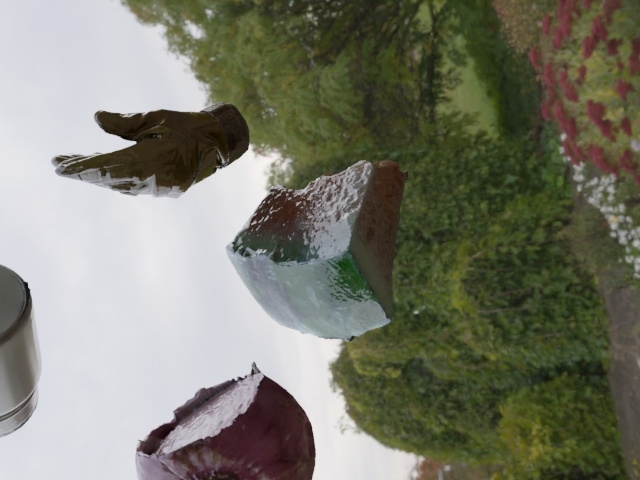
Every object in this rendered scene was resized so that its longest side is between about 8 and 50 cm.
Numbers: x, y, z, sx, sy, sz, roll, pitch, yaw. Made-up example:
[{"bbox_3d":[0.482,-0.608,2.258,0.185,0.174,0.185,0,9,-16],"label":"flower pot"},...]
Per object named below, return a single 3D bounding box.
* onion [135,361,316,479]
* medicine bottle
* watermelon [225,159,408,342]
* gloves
[{"bbox_3d":[-0.105,0.273,0.755,0.200,0.208,0.200,50,157,30],"label":"onion"},{"bbox_3d":[-0.444,0.153,0.819,0.258,0.144,0.143,109,163,-47],"label":"medicine bottle"},{"bbox_3d":[-0.010,0.001,1.024,0.151,0.264,0.301,28,-115,-45],"label":"watermelon"},{"bbox_3d":[-0.266,-0.141,1.027,0.141,0.331,0.154,59,144,8],"label":"gloves"}]
